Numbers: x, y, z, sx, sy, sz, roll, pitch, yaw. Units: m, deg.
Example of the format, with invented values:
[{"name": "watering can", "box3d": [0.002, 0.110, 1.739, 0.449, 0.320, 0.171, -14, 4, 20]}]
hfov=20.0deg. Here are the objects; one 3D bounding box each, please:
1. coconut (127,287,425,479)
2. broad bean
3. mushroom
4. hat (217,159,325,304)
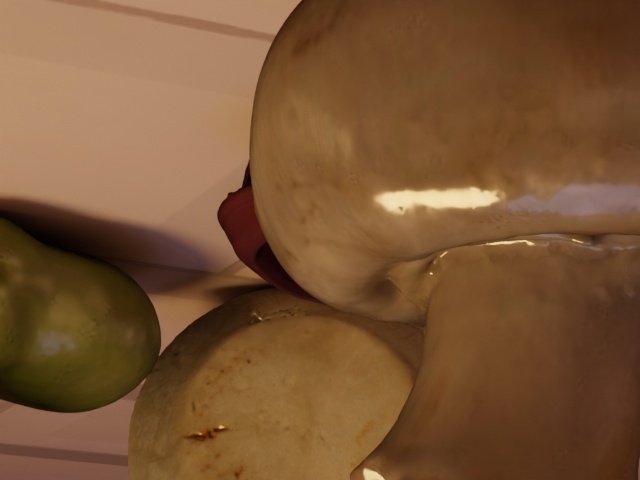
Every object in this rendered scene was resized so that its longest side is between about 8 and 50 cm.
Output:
[{"name": "coconut", "box3d": [-0.015, 0.194, 1.543, 0.323, 0.323, 0.323, 2, 165, 1]}, {"name": "broad bean", "box3d": [-0.242, 0.059, 1.384, 0.238, 0.119, 0.291, 5, 165, 9]}, {"name": "mushroom", "box3d": [0.115, 0.000, 0.807, 0.297, 0.290, 0.297, 2, 166, 1]}, {"name": "hat", "box3d": [0.038, -0.022, 1.120, 0.205, 0.089, 0.205, 3, 160, 1]}]
